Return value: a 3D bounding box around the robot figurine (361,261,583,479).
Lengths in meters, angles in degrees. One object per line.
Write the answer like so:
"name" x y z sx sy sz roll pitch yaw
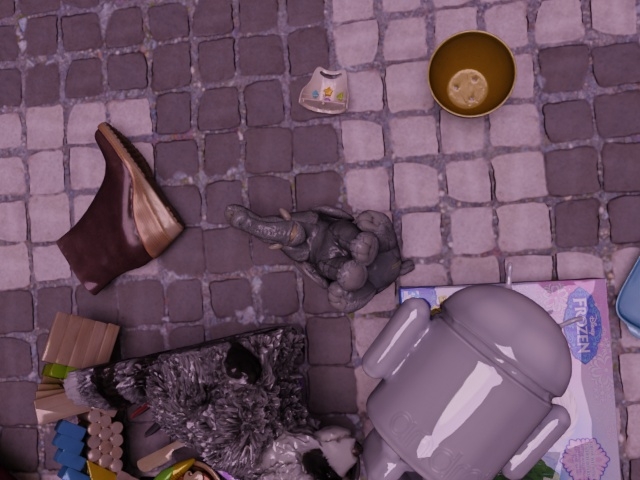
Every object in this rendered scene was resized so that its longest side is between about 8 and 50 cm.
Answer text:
"robot figurine" 0.204 0.208 0.903 0.300 0.200 0.353 36 95 -11

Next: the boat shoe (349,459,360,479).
"boat shoe" -0.038 0.459 1.000 0.112 0.095 0.335 31 74 -17

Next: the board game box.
"board game box" 0.290 0.223 1.024 0.317 0.066 0.319 -4 87 9

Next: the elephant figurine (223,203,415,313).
"elephant figurine" 0.000 0.000 1.041 0.239 0.186 0.169 21 55 34

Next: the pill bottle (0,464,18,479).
"pill bottle" -0.627 0.456 1.079 0.392 0.224 0.224 39 94 8

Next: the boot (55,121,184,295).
"boot" -0.378 -0.056 1.124 0.206 0.090 0.248 -33 87 4

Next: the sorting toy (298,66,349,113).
"sorting toy" 0.013 -0.256 1.098 0.083 0.045 0.075 9 82 9

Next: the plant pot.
"plant pot" 0.237 -0.253 1.033 0.134 0.095 0.134 0 89 9

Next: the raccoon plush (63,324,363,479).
"raccoon plush" -0.153 0.301 0.971 0.446 0.216 0.299 -15 86 33

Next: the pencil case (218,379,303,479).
"pencil case" -0.103 0.303 1.070 0.086 0.088 0.206 24 91 -12

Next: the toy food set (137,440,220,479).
"toy food set" -0.216 0.418 1.037 0.132 0.038 0.192 -30 76 5

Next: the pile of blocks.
"pile of blocks" -0.408 0.301 1.098 0.148 0.112 0.363 -6 83 -34

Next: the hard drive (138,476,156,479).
"hard drive" -0.210 0.494 1.074 0.254 0.054 0.172 5 77 16

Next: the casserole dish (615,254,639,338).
"casserole dish" 0.533 0.068 1.007 0.114 0.037 0.188 28 92 9

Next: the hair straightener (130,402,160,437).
"hair straightener" -0.212 0.268 1.117 0.230 0.047 0.089 -36 84 2
